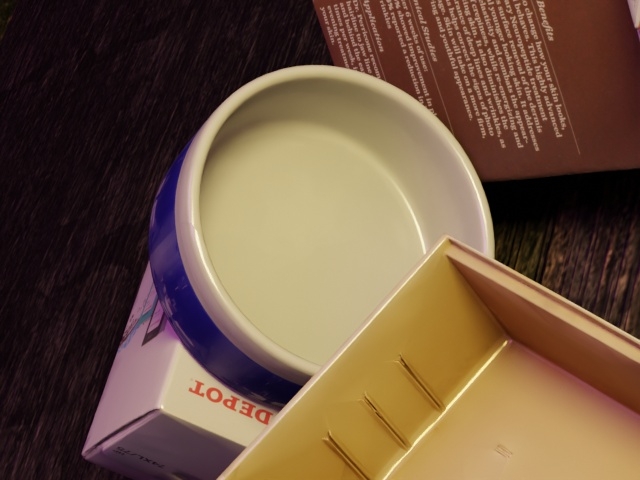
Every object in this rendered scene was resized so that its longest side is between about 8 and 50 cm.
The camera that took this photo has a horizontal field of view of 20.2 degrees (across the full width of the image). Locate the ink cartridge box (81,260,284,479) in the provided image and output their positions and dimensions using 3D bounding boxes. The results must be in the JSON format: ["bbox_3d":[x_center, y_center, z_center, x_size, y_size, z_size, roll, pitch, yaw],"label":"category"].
[{"bbox_3d":[-0.051,0.086,1.557,0.197,0.198,0.270,-35,34,58],"label":"ink cartridge box"}]

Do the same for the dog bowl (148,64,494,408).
[{"bbox_3d":[0.000,0.000,1.436,0.104,0.265,0.265,-38,31,59],"label":"dog bowl"}]

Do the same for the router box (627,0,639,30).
[{"bbox_3d":[0.343,-0.276,1.248,0.335,0.301,0.082,-95,5,-47],"label":"router box"}]

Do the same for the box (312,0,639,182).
[{"bbox_3d":[0.173,-0.157,1.453,0.143,0.191,0.381,-25,12,-31],"label":"box"}]

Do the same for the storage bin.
[{"bbox_3d":[0.103,0.166,1.258,0.262,0.123,0.260,-46,37,-10],"label":"storage bin"}]

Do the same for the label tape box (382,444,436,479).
[{"bbox_3d":[-0.029,0.331,1.393,0.334,0.106,0.240,-23,41,21],"label":"label tape box"}]
